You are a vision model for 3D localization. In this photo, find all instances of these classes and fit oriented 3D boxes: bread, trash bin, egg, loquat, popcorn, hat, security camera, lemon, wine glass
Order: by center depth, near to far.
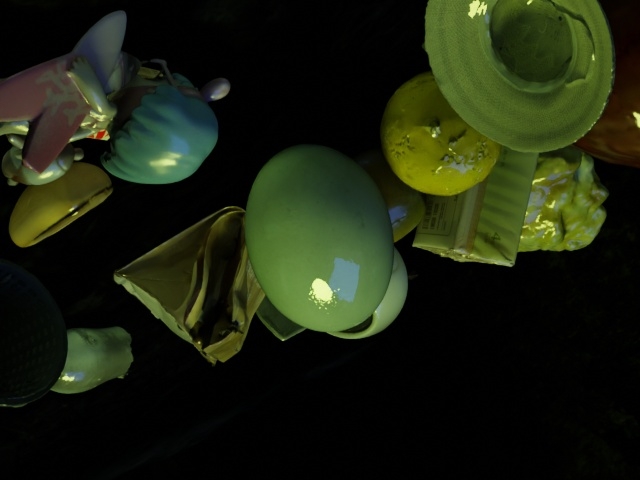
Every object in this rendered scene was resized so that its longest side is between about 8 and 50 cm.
[{"bbox_3d":[-0.268,-0.041,0.904,0.115,0.056,0.082,-27,-171,34],"label":"bread"},{"bbox_3d":[-0.400,0.125,1.002,0.161,0.175,0.175,-29,170,34],"label":"trash bin"},{"bbox_3d":[0.244,-0.232,1.009,0.110,0.252,0.252,-33,169,-32],"label":"hat"},{"bbox_3d":[0.000,0.000,1.230,0.203,0.203,0.283,-28,122,-16],"label":"egg"},{"bbox_3d":[0.167,-0.146,1.237,0.173,0.173,0.206,-30,166,-9],"label":"lemon"},{"bbox_3d":[-0.376,0.179,1.334,0.103,0.103,0.222,-39,165,25],"label":"wine glass"},{"bbox_3d":[0.077,-0.060,1.380,0.195,0.152,0.152,-27,166,-3],"label":"loquat"},{"bbox_3d":[0.045,0.050,1.513,0.194,0.236,0.194,-30,168,-7],"label":"security camera"},{"bbox_3d":[0.352,-0.081,1.655,0.292,0.293,0.334,-35,150,5],"label":"popcorn"}]

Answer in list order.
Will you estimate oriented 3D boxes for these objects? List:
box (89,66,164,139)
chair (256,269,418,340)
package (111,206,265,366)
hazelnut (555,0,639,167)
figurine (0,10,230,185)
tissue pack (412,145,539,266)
[{"bbox_3d":[-0.195,-0.130,0.843,0.093,0.015,0.058,-39,162,24],"label":"box"},{"bbox_3d":[0.025,0.061,1.677,0.186,0.160,0.319,-34,168,28],"label":"chair"},{"bbox_3d":[-0.157,0.098,1.387,0.221,0.165,0.311,-31,166,-7],"label":"package"},{"bbox_3d":[0.456,-0.253,1.143,0.421,0.353,0.421,-35,-166,10],"label":"hazelnut"},{"bbox_3d":[-0.212,-0.087,0.761,0.260,0.103,0.205,-2,145,-41],"label":"figurine"},{"bbox_3d":[0.243,-0.084,1.387,0.125,0.234,0.159,14,177,-16],"label":"tissue pack"}]
